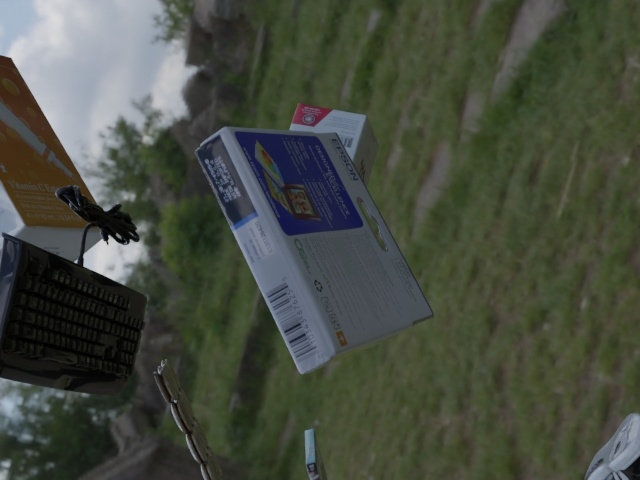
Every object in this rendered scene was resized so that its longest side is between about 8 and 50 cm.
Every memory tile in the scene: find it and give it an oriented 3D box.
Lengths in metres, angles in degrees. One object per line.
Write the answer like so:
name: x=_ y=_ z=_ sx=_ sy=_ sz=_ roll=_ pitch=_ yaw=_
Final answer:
memory tile: x=-0.143 y=0.201 z=1.161 sx=0.113 sy=0.012 sz=0.148 roll=-159 pitch=45 yaw=-84

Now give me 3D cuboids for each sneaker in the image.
sneaker: x=0.436 y=0.300 z=1.406 sx=0.217 sy=0.121 sz=0.079 roll=98 pitch=-162 yaw=-63

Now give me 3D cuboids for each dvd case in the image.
dvd case: x=0.003 y=0.274 z=1.147 sx=0.087 sy=0.013 sz=0.119 roll=-96 pitch=-9 yaw=-77

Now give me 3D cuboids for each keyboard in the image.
keyboard: x=-0.227 y=0.044 z=1.030 sx=0.317 sy=0.033 sz=0.201 roll=51 pitch=-137 yaw=-76

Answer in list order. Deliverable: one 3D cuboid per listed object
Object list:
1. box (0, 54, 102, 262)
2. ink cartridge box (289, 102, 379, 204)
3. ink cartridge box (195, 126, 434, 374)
box: x=-0.510 y=-0.110 z=1.611 sx=0.168 sy=0.345 sz=0.215 roll=-37 pitch=-14 yaw=18
ink cartridge box: x=0.008 y=-0.119 z=1.807 sx=0.127 sy=0.128 sz=0.176 roll=60 pitch=-134 yaw=-66
ink cartridge box: x=0.000 y=0.000 z=1.376 sx=0.072 sy=0.303 sz=0.307 roll=-31 pitch=-10 yaw=23
